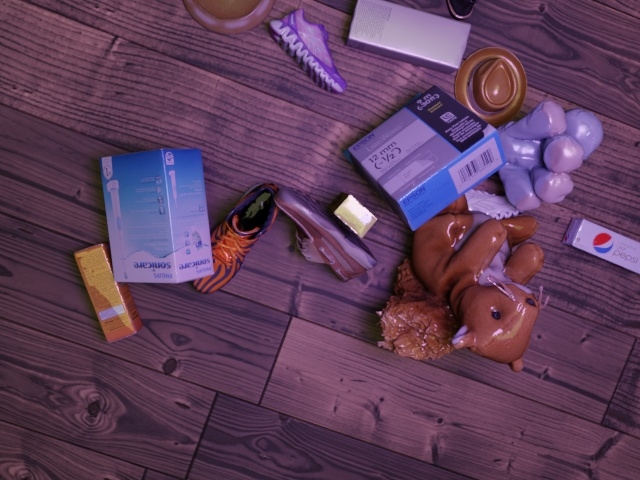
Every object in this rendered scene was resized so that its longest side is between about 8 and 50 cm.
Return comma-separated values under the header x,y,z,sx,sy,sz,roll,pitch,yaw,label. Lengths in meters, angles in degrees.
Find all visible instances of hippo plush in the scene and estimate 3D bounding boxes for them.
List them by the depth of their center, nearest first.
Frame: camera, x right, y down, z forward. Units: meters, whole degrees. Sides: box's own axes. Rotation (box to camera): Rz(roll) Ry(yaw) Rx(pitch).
x,y,z,sx,sy,sz,roll,pitch,yaw,label
0.520,-0.198,1.440,0.236,0.294,0.234,-14,95,-35,hippo plush

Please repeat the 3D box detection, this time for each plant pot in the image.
x,y,z,sx,sy,sz,roll,pitch,yaw,label
-0.220,-0.613,1.474,0.236,0.032,0.236,0,95,-2,plant pot

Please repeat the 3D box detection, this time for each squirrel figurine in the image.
x,y,z,sx,sy,sz,roll,pitch,yaw,label
0.316,0.132,1.368,0.281,0.370,0.397,25,127,-30,squirrel figurine

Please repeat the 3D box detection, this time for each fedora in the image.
x,y,z,sx,sy,sz,roll,pitch,yaw,label
0.423,-0.377,1.504,0.194,0.079,0.194,0,95,-3,fedora

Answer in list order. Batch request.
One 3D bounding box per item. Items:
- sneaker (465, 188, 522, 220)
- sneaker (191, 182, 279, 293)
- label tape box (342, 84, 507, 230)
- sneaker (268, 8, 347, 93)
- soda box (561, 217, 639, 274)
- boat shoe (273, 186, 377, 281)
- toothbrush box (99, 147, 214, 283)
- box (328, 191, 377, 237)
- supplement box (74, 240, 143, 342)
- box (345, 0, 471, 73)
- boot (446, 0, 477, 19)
x,y,z,sx,sy,sz,roll,pitch,yaw,label
0.371,-0.087,1.521,0.292,0.110,0.118,-11,87,-2,sneaker
-0.209,-0.007,1.457,0.124,0.180,0.321,34,93,-5,sneaker
0.202,-0.216,1.382,0.249,0.348,0.115,-36,136,1,label tape box
-0.011,-0.455,1.473,0.104,0.095,0.236,-44,95,-6,sneaker
0.727,0.016,1.561,0.216,0.069,0.074,22,93,-5,soda box
0.000,0.000,1.457,0.116,0.123,0.324,-43,122,11,boat shoe
-0.376,-0.055,1.424,0.216,0.126,0.295,-3,95,34,toothbrush box
0.071,-0.063,1.439,0.087,0.232,0.058,42,92,-5,box
-0.513,0.122,1.507,0.080,0.078,0.233,-21,97,-1,supplement box
0.205,-0.488,1.475,0.275,0.094,0.113,15,95,-4,box
0.320,-0.629,1.446,0.077,0.137,0.198,-28,95,0,boot
